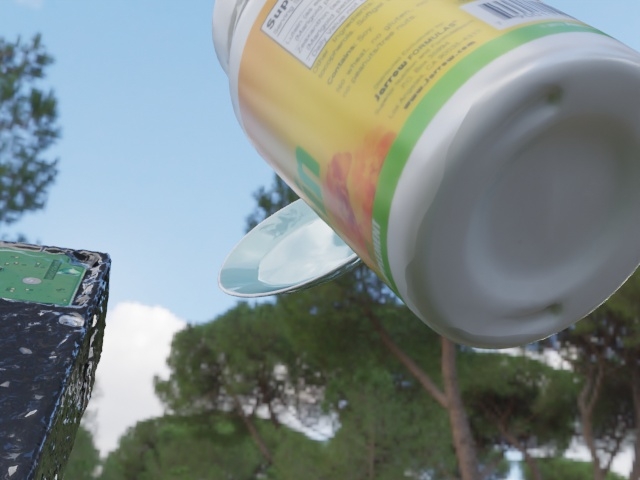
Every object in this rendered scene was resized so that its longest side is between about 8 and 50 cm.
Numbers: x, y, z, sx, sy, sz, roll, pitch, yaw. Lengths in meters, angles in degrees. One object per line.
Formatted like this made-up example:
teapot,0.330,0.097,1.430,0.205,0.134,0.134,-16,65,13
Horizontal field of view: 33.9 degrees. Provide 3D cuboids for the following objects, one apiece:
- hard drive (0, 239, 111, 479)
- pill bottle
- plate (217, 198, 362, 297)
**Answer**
hard drive,-0.207,0.068,0.352,0.237,0.064,0.339,7,17,-7
pill bottle,0.038,-0.068,0.502,0.136,0.246,0.136,-15,-55,-22
plate,0.000,0.000,0.892,0.188,0.188,0.024,-15,-65,32
